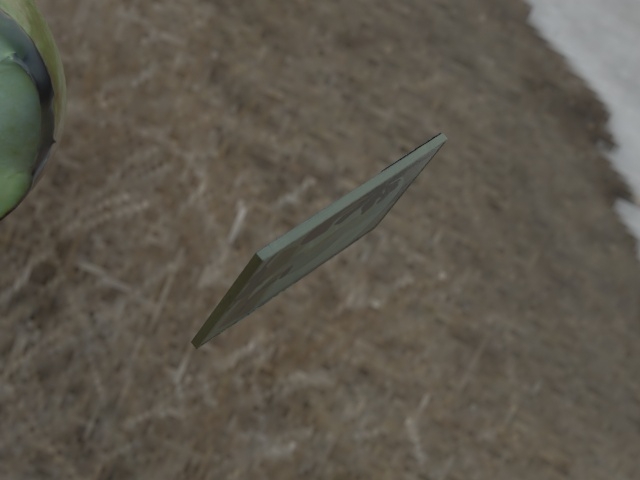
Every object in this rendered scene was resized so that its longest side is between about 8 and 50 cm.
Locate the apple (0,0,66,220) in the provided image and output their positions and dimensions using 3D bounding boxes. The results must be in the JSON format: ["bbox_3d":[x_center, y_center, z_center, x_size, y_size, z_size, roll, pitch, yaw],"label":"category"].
[{"bbox_3d":[-0.229,-0.079,0.966,0.188,0.207,0.174,48,43,-16],"label":"apple"}]

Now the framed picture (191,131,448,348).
[{"bbox_3d":[0.000,0.000,1.440,0.201,0.136,0.010,-33,77,-37],"label":"framed picture"}]
